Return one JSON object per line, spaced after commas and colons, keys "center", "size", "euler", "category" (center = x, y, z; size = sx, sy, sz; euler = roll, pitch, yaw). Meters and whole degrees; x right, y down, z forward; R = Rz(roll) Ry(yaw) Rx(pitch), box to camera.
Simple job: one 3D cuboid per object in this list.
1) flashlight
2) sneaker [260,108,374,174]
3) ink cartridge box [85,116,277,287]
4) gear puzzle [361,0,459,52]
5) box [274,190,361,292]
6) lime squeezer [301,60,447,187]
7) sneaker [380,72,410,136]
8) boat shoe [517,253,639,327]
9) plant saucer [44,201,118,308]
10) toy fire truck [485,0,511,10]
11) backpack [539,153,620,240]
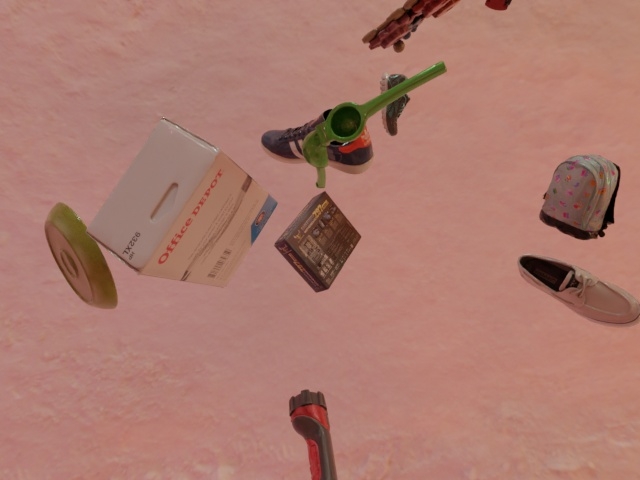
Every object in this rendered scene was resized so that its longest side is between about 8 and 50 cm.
{"center": [-0.017, 0.503, 0.965], "size": [0.103, 0.304, 0.103], "euler": [21, 119, -20], "category": "flashlight"}
{"center": [-0.019, -0.294, 1.146], "size": [0.349, 0.148, 0.131], "euler": [12, 52, 21], "category": "sneaker"}
{"center": [-0.227, -0.046, 0.767], "size": [0.129, 0.307, 0.223], "euler": [32, 87, 15], "category": "ink cartridge box"}
{"center": [0.230, -0.404, 0.645], "size": [0.338, 0.175, 0.044], "euler": [-27, 101, 34], "category": "gear puzzle"}
{"center": [0.000, 0.000, 1.158], "size": [0.183, 0.059, 0.233], "euler": [50, 48, -17], "category": "box"}
{"center": [0.041, -0.150, 0.609], "size": [0.109, 0.310, 0.059], "euler": [9, 62, -30], "category": "lime squeezer"}
{"center": [0.204, -0.365, 1.114], "size": [0.076, 0.065, 0.167], "euler": [3, 113, 25], "category": "sneaker"}
{"center": [0.575, 0.102, 0.940], "size": [0.088, 0.267, 0.096], "euler": [30, 97, -44], "category": "boat shoe"}
{"center": [-0.493, 0.042, 0.839], "size": [0.037, 0.241, 0.241], "euler": [-31, 91, -40], "category": "plant saucer"}
{"center": [0.349, -0.521, 0.713], "size": [0.047, 0.192, 0.135], "euler": [20, 73, 8], "category": "toy fire truck"}
{"center": [0.592, -0.104, 0.945], "size": [0.115, 0.152, 0.182], "euler": [-16, 125, -32], "category": "backpack"}
